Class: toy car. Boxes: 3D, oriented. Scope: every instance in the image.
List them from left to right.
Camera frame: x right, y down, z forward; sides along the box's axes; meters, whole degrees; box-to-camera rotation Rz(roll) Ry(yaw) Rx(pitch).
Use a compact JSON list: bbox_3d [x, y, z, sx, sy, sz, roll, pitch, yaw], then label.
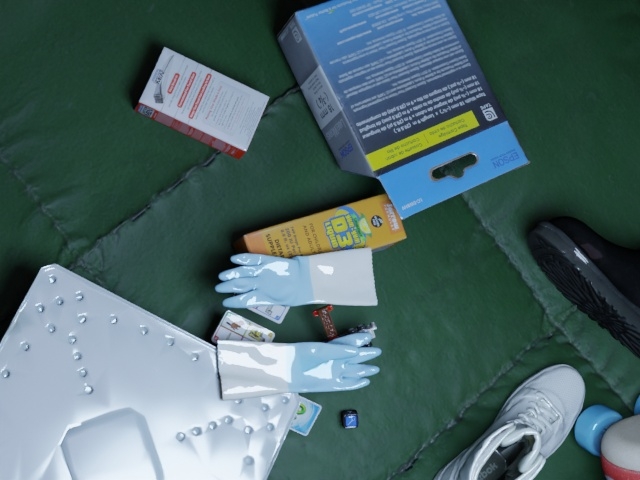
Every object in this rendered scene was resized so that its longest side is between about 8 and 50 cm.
[{"bbox_3d":[0.501,0.365,2.005,0.210,0.219,0.238,-14,111,-23],"label":"toy car"}]

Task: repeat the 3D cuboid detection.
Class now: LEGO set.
[{"bbox_3d":[-0.035,0.165,1.948,0.244,0.060,0.182,26,98,-11],"label":"LEGO set"}]

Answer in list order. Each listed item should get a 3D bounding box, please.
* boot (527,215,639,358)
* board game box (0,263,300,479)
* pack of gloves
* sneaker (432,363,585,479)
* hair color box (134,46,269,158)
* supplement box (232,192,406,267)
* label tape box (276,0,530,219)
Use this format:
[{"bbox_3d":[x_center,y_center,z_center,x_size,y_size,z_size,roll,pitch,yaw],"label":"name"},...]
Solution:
[{"bbox_3d":[0.495,0.015,2.090,0.348,0.131,0.260,41,77,-15],"label":"boot"},{"bbox_3d":[-0.274,0.286,1.813,0.390,0.050,0.390,29,70,-10],"label":"board game box"},{"bbox_3d":[-0.024,0.107,1.879,0.232,0.046,0.195,-3,82,-18],"label":"pack of gloves"},{"bbox_3d":[0.295,0.274,1.958,0.292,0.169,0.108,-42,89,-21],"label":"sneaker"},{"bbox_3d":[-0.169,-0.195,1.996,0.167,0.053,0.093,25,73,-10],"label":"hair color box"},{"bbox_3d":[0.000,0.000,1.985,0.233,0.080,0.078,-17,84,-20],"label":"supplement box"},{"bbox_3d":[0.118,-0.205,2.042,0.240,0.106,0.334,-23,84,-24],"label":"label tape box"}]
